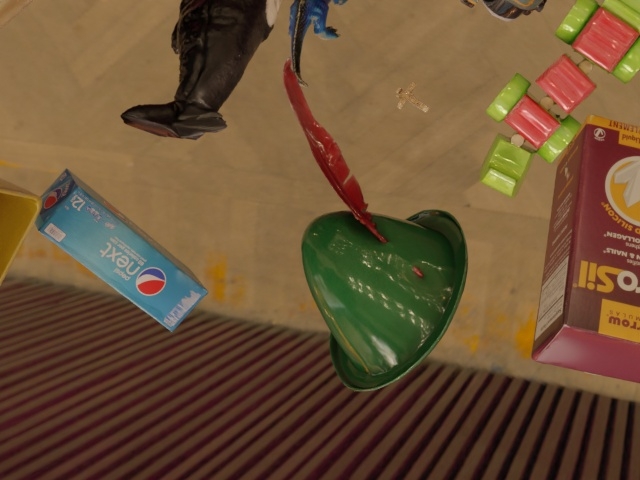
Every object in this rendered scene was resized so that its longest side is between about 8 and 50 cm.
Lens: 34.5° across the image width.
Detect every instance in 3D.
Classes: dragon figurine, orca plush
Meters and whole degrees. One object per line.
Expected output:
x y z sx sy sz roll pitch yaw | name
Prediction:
-0.018 -0.373 1.528 0.085 0.144 0.289 11 61 23 | dragon figurine
-0.106 -0.212 0.891 0.151 0.287 0.102 -5 136 40 | orca plush

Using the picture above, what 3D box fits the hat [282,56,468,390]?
0.000 0.000 0.870 0.183 0.208 0.173 34 111 -25 | hat

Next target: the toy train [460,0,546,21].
0.271 -0.412 1.308 0.190 0.142 0.334 31 145 -8 | toy train

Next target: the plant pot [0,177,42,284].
-0.441 -0.006 0.991 0.187 0.212 0.212 31 96 22 | plant pot

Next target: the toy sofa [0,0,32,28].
-0.426 -0.354 1.005 0.150 0.362 0.177 -36 42 14 | toy sofa

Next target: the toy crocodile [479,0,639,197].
0.313 -0.203 1.284 0.115 0.105 0.340 40 106 3 | toy crocodile

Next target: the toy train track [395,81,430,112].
0.145 -0.227 1.654 0.083 0.014 0.048 43 107 44 | toy train track

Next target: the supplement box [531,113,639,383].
0.237 0.008 0.810 0.104 0.081 0.188 13 65 0 | supplement box

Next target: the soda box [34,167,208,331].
-0.230 0.014 1.187 0.067 0.071 0.210 -47 123 -1 | soda box
